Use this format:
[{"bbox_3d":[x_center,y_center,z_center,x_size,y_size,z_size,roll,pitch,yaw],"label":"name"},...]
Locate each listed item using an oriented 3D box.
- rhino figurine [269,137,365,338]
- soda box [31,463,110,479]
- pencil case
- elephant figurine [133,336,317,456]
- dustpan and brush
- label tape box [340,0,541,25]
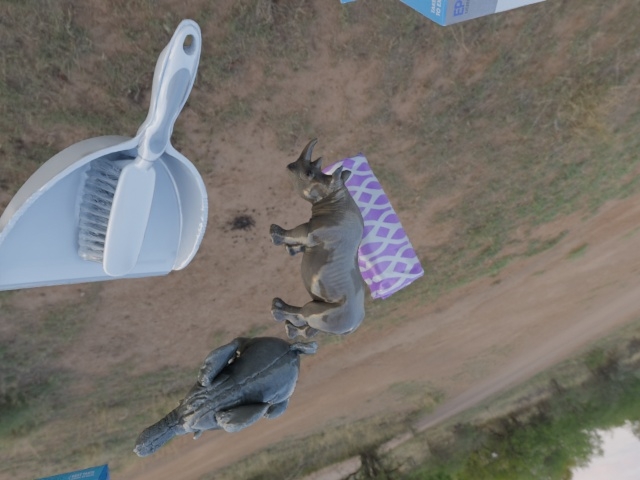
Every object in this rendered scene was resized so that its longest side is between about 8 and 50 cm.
[{"bbox_3d":[0.000,0.000,0.519,0.106,0.243,0.073,-2,179,20],"label":"rhino figurine"},{"bbox_3d":[-0.162,0.251,0.278,0.071,0.067,0.210,-5,115,-19],"label":"soda box"},{"bbox_3d":[0.064,-0.020,0.613,0.086,0.206,0.088,-21,171,-30],"label":"pencil case"},{"bbox_3d":[-0.148,0.252,0.713,0.239,0.170,0.185,-7,111,-59],"label":"elephant figurine"},{"bbox_3d":[-0.126,-0.043,0.292,0.147,0.060,0.211,-3,122,-49],"label":"dustpan and brush"},{"bbox_3d":[0.182,-0.378,0.472,0.334,0.105,0.240,-13,150,2],"label":"label tape box"}]
